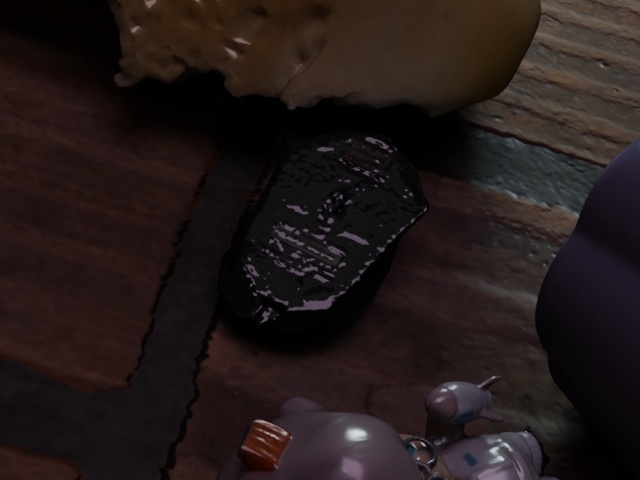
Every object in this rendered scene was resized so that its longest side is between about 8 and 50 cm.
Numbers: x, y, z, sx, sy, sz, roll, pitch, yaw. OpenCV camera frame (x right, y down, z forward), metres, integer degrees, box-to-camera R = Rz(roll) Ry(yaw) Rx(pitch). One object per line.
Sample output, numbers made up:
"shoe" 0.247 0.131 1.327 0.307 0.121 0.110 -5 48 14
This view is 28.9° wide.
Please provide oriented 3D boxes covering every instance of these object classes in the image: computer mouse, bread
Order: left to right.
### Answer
"bread" -0.037 -0.247 0.864 0.424 0.245 0.329 25 43 4
"computer mouse" 0.000 0.000 0.761 0.099 0.057 0.172 28 56 10

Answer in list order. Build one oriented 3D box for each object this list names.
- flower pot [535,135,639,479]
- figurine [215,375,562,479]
"flower pot" 0.262 0.053 0.653 0.265 0.265 0.243 -22 45 -34
"figurine" 0.030 0.130 0.597 0.229 0.112 0.137 -2 52 -37
